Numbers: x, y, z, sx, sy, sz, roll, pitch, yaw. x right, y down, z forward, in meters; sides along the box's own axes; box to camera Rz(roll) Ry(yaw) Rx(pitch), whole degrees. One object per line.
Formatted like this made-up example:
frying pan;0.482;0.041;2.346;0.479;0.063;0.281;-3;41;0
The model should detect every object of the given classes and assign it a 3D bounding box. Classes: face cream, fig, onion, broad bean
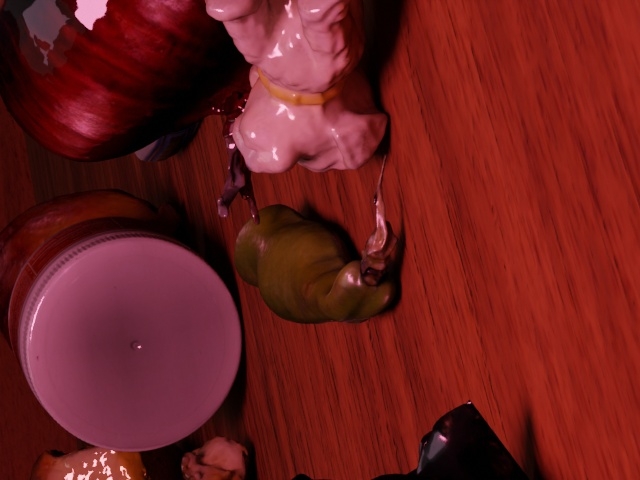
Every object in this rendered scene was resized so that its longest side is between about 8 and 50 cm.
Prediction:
face cream;-0.187;0.084;1.856;0.187;0.201;0.201;-154;58;-75
fig;-0.241;0.052;2.081;0.263;0.224;0.224;101;158;-53
onion;-0.104;-0.157;1.387;0.285;0.273;0.273;42;168;-5
broad bean;-0.001;0.011;1.349;0.318;0.056;0.098;166;112;-70

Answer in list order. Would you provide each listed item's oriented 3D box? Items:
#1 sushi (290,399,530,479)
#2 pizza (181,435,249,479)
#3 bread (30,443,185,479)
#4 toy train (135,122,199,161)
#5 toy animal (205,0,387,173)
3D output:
sushi;0.053;0.196;0.956;0.153;0.172;0.150;53;-179;-27
pizza;-0.077;0.378;1.829;0.435;0.080;0.392;147;115;-75
bread;-0.211;0.373;2.115;0.333;0.143;0.323;60;-159;-83
toy train;-0.143;-0.118;1.885;0.252;0.055;0.048;149;114;-77
toy animal;0.002;-0.142;1.209;0.185;0.104;0.184;72;-151;-49
